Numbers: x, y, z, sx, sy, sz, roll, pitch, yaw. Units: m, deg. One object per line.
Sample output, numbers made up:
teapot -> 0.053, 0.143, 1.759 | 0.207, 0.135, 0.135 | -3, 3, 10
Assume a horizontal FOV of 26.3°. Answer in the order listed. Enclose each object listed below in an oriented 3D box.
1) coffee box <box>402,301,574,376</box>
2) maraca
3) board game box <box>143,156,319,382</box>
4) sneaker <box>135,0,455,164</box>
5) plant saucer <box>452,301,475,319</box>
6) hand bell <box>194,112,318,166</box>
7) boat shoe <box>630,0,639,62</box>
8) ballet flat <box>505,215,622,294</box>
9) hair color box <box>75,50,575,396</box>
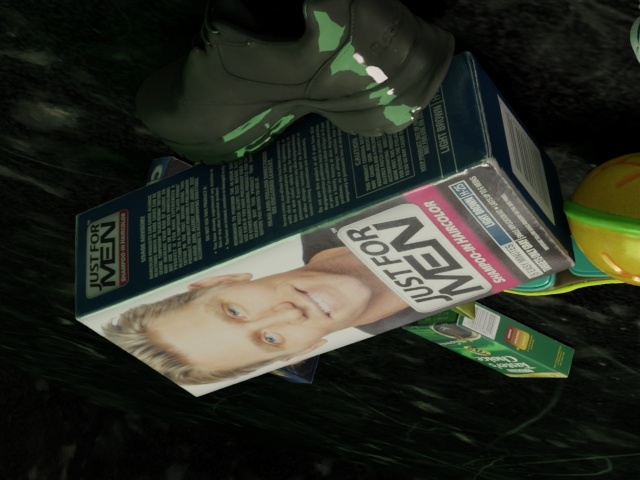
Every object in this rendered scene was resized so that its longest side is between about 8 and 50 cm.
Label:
coffee box -> 0.205, 0.120, 1.663 | 0.184, 0.040, 0.113 | 26, 162, -29
maraca -> 0.252, -0.018, 1.043 | 0.127, 0.099, 0.186 | 14, -169, 17
board game box -> -0.092, 0.034, 1.442 | 0.243, 0.165, 0.042 | 25, 162, -31
sneaker -> -0.044, -0.135, 0.960 | 0.286, 0.109, 0.130 | -9, 141, 44
plant saucer -> 0.051, 0.001, 1.310 | 0.241, 0.037, 0.241 | 31, 178, 1
hand bell -> -0.001, -0.090, 1.088 | 0.126, 0.126, 0.242 | 21, 151, -17
boat shoe -> 0.217, -0.109, 0.781 | 0.081, 0.079, 0.227 | 8, 166, 14
ballet flat -> 0.226, 0.008, 1.212 | 0.231, 0.077, 0.077 | -1, -176, 45
hair color box -> 0.000, 0.000, 1.058 | 0.347, 0.105, 0.174 | -21, 144, 22
